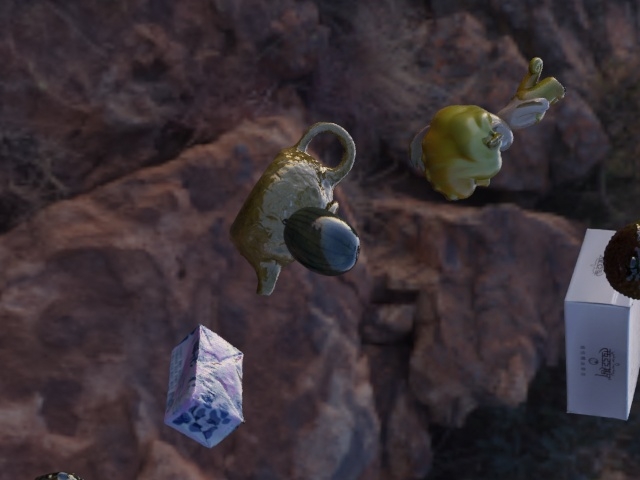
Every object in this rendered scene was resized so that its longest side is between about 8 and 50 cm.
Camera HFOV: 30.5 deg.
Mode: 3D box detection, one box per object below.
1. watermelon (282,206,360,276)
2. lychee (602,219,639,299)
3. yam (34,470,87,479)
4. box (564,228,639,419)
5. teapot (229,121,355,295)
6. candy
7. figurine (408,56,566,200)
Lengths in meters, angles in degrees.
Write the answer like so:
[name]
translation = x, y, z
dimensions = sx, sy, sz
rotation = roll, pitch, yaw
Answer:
[watermelon]
translation = 0.000, 0.000, 1.484
dimensions = 0.078, 0.110, 0.078
rotation = -45, 155, -27
[lychee]
translation = 0.454, 0.027, 1.648
dimensions = 0.146, 0.114, 0.114
rotation = -25, 111, -55
[yam]
translation = -0.275, 0.433, 1.547
dimensions = 0.300, 0.195, 0.195
rotation = 32, 61, -32
[box]
translation = 0.505, 0.148, 2.070
dimensions = 0.203, 0.116, 0.274
rotation = -62, 151, -45
[teapot]
translation = -0.034, -0.049, 1.956
dimensions = 0.311, 0.167, 0.203
rotation = -58, 180, -4
[candy]
translation = -0.158, 0.203, 1.626
dimensions = 0.092, 0.073, 0.160
rotation = 37, 26, -24
[figurine]
translation = 0.244, -0.160, 1.715
dimensions = 0.246, 0.156, 0.131
rotation = -35, 88, -13
